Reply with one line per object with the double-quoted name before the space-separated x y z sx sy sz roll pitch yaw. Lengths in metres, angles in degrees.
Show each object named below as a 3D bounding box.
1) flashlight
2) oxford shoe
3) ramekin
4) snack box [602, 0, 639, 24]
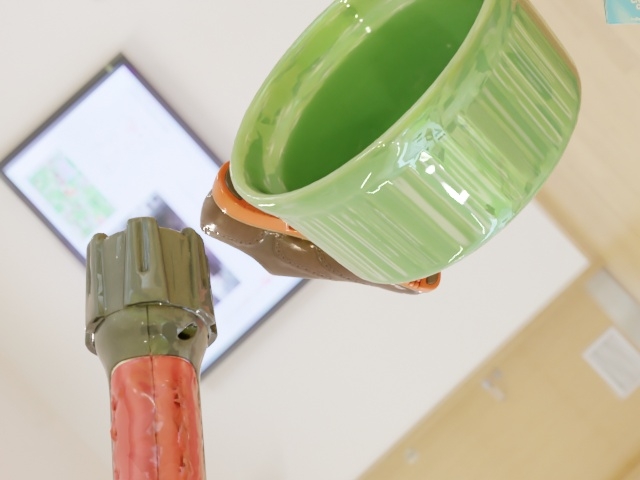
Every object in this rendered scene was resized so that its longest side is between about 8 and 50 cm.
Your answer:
"flashlight" -0.089 0.135 0.818 0.103 0.103 0.304 23 -128 -46
"oxford shoe" 0.000 0.000 1.608 0.271 0.098 0.097 24 -134 -11
"ramekin" 0.080 -0.108 1.291 0.148 0.303 0.303 42 180 -26
"snack box" 0.387 -0.204 1.070 0.322 0.187 0.060 5 113 31
